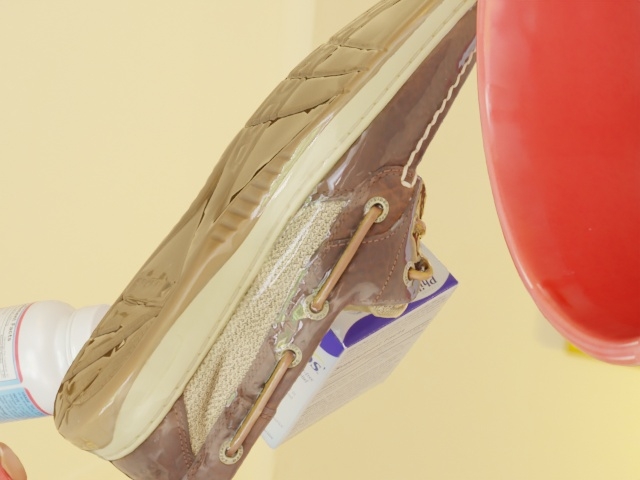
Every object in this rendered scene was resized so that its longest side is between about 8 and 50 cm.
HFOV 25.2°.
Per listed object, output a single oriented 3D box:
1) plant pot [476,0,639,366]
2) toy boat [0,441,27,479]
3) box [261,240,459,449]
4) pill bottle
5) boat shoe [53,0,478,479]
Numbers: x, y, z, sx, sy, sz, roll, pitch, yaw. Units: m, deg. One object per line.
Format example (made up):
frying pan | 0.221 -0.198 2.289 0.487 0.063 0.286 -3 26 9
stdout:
plant pot | 0.224 -0.089 0.602 0.275 0.243 0.275 178 90 -75
toy boat | -0.231 0.285 1.150 0.318 0.148 0.267 53 -172 -36
box | 0.010 0.066 1.030 0.126 0.072 0.137 -27 -21 -42
pill bottle | -0.225 0.091 1.072 0.087 0.160 0.087 -10 -90 -71
boat shoe | 0.000 0.000 0.804 0.123 0.123 0.342 41 -103 -20
